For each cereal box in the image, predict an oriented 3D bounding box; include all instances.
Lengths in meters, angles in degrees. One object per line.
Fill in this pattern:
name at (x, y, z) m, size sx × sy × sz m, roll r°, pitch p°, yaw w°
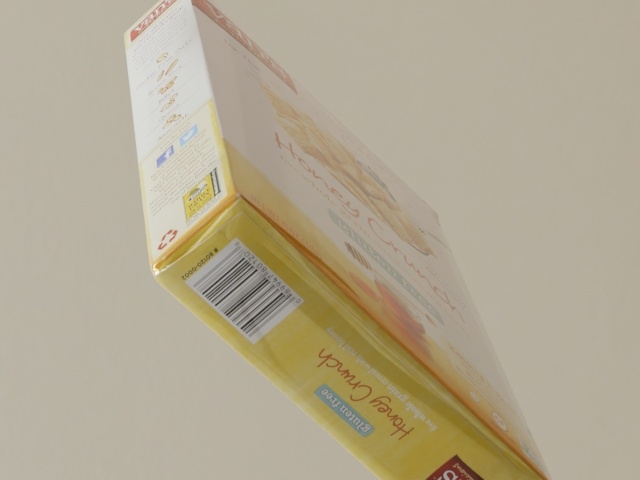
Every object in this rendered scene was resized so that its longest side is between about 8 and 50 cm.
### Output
cereal box at (0.000, 0.000, 0.717) m, size 0.047 × 0.240 × 0.173 m, roll -42°, pitch -65°, yaw 12°
